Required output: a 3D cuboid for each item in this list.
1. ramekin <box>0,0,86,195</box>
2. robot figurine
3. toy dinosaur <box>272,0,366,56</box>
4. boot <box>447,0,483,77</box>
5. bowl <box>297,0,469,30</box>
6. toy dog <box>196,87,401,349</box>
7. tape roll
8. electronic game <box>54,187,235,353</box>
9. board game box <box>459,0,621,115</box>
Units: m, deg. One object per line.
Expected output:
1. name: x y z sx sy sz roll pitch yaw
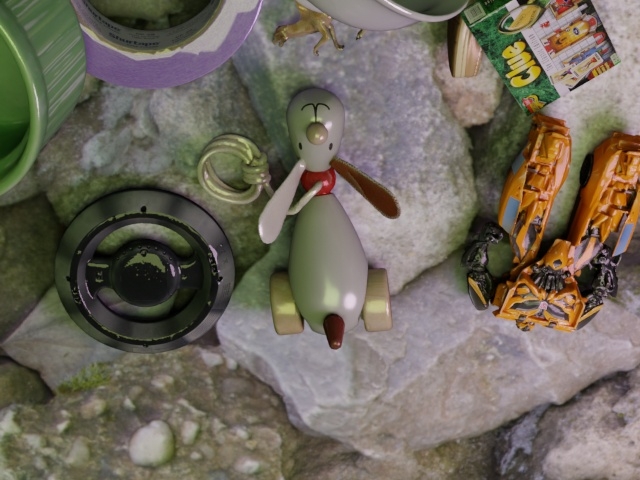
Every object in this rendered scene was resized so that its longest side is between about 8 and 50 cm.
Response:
1. ramekin: -0.412 -0.207 1.761 0.303 0.148 0.303 13 126 18
2. robot figurine: 0.299 -0.007 1.982 0.211 0.085 0.291 11 113 -8
3. toy dinosaur: 0.019 -0.283 1.860 0.092 0.053 0.183 37 107 -16
4. boot: 0.263 -0.304 1.848 0.203 0.095 0.262 9 110 -9
5. bowl: 0.026 -0.343 1.724 0.134 0.298 0.298 -31 115 37
6. toy dog: 0.000 0.000 1.925 0.220 0.161 0.334 -25 113 7
7. tape roll: -0.201 -0.318 1.810 0.274 0.090 0.275 -1 115 -3
8. electronic game: -0.223 0.041 1.990 0.229 0.048 0.229 -1 113 -3
9. board game box: 0.261 -0.236 1.822 0.136 0.030 0.259 -28 153 12
